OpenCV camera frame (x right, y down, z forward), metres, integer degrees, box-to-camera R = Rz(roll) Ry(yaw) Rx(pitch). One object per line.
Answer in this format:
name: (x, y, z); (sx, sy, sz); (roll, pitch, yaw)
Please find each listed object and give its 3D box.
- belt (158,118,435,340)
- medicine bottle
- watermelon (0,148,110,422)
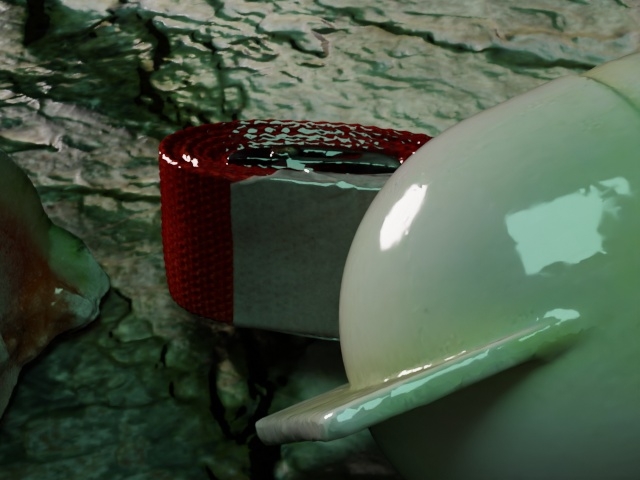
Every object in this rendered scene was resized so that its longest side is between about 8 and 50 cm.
belt: (0.000, 0.000, 1.016); (0.201, 0.124, 0.128); (6, 22, 15)
medicine bottle: (0.167, 0.025, 0.868); (0.406, 0.235, 0.236); (-22, 43, -12)
watermelon: (-0.238, 0.060, 0.950); (0.320, 0.289, 0.213); (-19, 69, -27)
